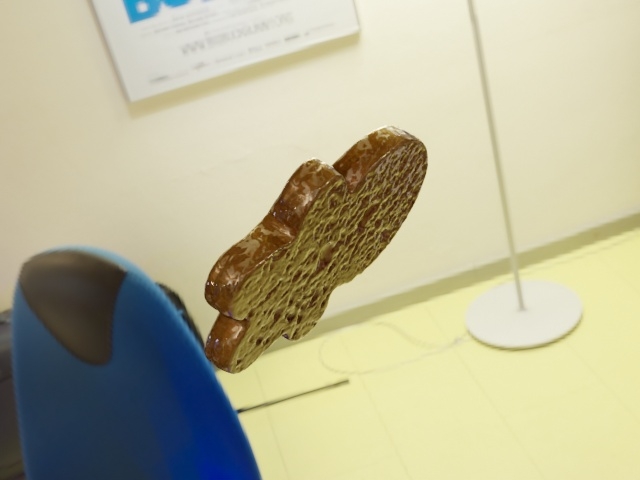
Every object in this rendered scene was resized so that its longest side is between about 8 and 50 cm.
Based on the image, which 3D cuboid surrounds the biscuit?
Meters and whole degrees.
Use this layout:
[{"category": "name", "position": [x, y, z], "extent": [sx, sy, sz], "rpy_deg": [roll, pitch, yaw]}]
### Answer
[{"category": "biscuit", "position": [0.000, 0.000, 0.704], "extent": [0.039, 0.179, 0.236], "rpy_deg": [36, 52, 24]}]
